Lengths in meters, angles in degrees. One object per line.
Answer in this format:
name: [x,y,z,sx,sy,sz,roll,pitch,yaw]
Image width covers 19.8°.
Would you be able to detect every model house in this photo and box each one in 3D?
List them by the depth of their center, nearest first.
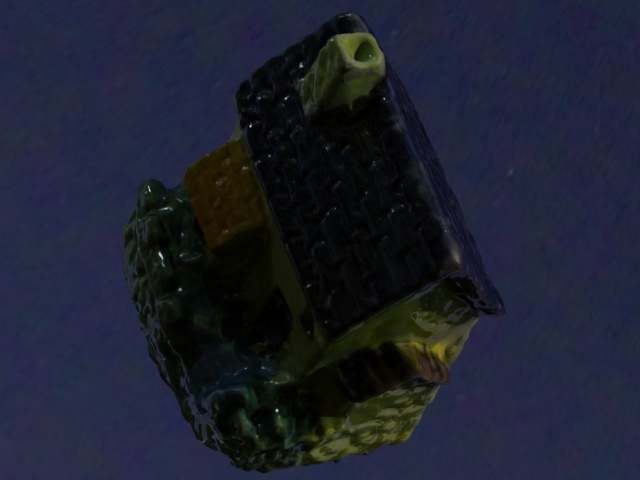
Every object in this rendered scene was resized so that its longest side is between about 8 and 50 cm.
model house: [0.000,0.000,1.047,0.170,0.194,0.211,-6,-33,-24]
